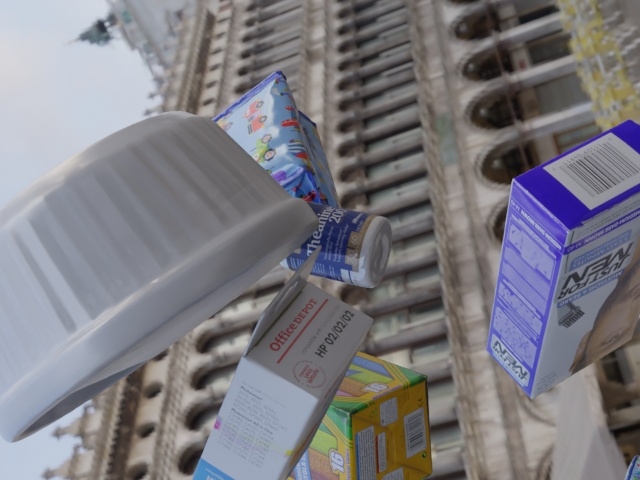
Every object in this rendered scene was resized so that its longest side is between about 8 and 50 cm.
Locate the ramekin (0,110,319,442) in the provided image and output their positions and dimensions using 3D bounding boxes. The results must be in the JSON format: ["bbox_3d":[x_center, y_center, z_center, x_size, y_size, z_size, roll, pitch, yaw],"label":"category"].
[{"bbox_3d":[-0.145,0.018,0.725,0.127,0.273,0.273,53,-165,2],"label":"ramekin"}]

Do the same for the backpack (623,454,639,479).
[{"bbox_3d":[0.481,0.351,1.419,0.105,0.084,0.114,24,-92,-64],"label":"backpack"}]

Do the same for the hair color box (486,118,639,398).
[{"bbox_3d":[0.323,0.034,1.239,0.110,0.185,0.339,51,158,34],"label":"hair color box"}]

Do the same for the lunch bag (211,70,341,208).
[{"bbox_3d":[-0.138,-0.068,1.390,0.138,0.293,0.221,54,-165,-45],"label":"lunch bag"}]

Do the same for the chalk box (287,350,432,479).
[{"bbox_3d":[0.009,0.210,1.168,0.132,0.213,0.132,-18,-70,-39],"label":"chalk box"}]

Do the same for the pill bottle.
[{"bbox_3d":[0.000,0.000,0.910,0.067,0.120,0.067,12,-90,-70],"label":"pill bottle"}]

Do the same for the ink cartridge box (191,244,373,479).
[{"bbox_3d":[-0.023,0.104,0.709,0.104,0.061,0.181,-50,-14,-53],"label":"ink cartridge box"}]
